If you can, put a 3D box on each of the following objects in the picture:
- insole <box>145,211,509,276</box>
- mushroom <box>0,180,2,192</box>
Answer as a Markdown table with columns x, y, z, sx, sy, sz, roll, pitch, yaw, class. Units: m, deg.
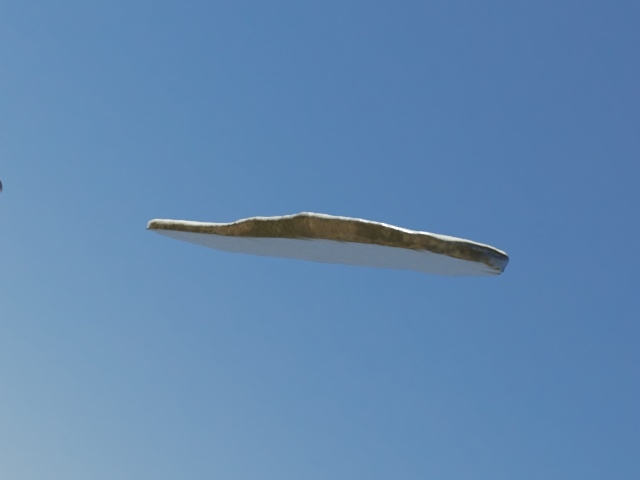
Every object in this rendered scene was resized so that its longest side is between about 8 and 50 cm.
| x | y | z | sx | sy | sz | roll | pitch | yaw | class |
| --- | --- | --- | --- | --- | --- | --- | --- | --- | --- |
| 0.000 | 0.000 | 0.706 | 0.063 | 0.010 | 0.192 | 16 | -6 | -36 | insole |
| -0.127 | -0.016 | 0.548 | 0.083 | 0.067 | 0.083 | 159 | -90 | -79 | mushroom |
